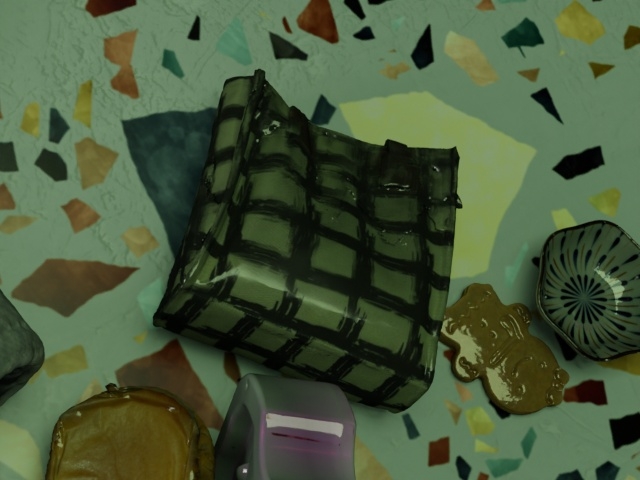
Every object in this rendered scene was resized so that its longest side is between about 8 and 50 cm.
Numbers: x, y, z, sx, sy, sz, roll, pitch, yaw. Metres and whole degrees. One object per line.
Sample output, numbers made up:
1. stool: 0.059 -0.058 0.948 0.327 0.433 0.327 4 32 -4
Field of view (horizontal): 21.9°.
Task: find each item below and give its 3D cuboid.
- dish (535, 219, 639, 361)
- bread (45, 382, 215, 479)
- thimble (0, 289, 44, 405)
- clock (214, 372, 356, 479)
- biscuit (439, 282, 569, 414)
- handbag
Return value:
1. dish: 0.342 0.071 2.087 0.190 0.066 0.191 7 70 -19
2. bread: -0.203 0.262 1.800 0.199 0.104 0.199 -3 60 5
3. thimble: -0.419 0.130 1.721 0.157 0.217 0.245 49 34 5
4. clock: -0.053 0.312 1.736 0.102 0.338 0.338 10 70 -13
5. biscuit: 0.222 0.139 2.046 0.133 0.027 0.184 -27 83 -26
6. handbag: 0.000 0.000 1.951 0.325 0.162 0.327 22 59 -15
